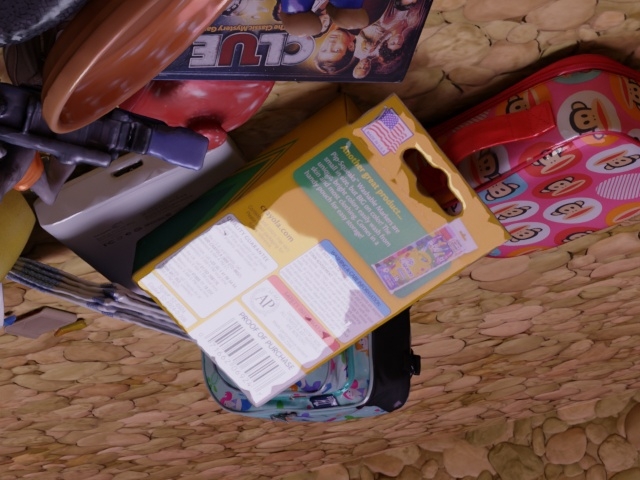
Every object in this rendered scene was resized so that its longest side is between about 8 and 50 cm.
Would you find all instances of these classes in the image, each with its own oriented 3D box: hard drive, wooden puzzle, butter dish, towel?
[{"bbox_3d":[-0.154,-0.021,1.618,0.203,0.040,0.307,-25,159,5],"label":"hard drive"},{"bbox_3d":[-0.360,0.105,1.950,0.078,0.014,0.116,-22,158,18],"label":"wooden puzzle"},{"bbox_3d":[-0.104,-0.132,1.275,0.160,0.118,0.160,-1,158,-28],"label":"butter dish"},{"bbox_3d":[-0.266,0.045,1.607,0.285,0.034,0.209,17,175,30],"label":"towel"}]

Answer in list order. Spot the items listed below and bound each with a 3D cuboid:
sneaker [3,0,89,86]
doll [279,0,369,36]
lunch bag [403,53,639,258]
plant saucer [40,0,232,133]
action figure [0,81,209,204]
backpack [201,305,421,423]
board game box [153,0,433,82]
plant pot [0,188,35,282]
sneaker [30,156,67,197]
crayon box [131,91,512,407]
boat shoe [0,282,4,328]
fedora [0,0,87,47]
[{"bbox_3d":[-0.216,-0.149,1.238,0.066,0.071,0.188,-2,158,-23],"label":"sneaker"},{"bbox_3d":[0.013,-0.238,1.071,0.129,0.046,0.189,-11,134,-17],"label":"doll"},{"bbox_3d":[0.222,-0.081,1.581,0.293,0.120,0.258,-26,154,38],"label":"lunch bag"},{"bbox_3d":[-0.119,-0.152,1.035,0.200,0.037,0.200,-42,178,-1],"label":"plant saucer"},{"bbox_3d":[-0.272,-0.051,1.221,0.341,0.178,0.330,14,179,-3],"label":"action figure"},{"bbox_3d":[-0.031,0.110,1.823,0.253,0.225,0.191,-10,165,37],"label":"backpack"},{"bbox_3d":[-0.028,-0.197,1.163,0.243,0.042,0.165,-2,136,-22],"label":"board game box"},{"bbox_3d":[-0.336,-0.018,1.481,0.095,0.134,0.134,-38,166,-16],"label":"plant pot"},{"bbox_3d":[-0.277,-0.058,1.515,0.035,0.031,0.083,-11,160,3],"label":"sneaker"},{"bbox_3d":[0.000,0.000,1.514,0.323,0.083,0.203,-34,114,16],"label":"crayon box"},{"bbox_3d":[-0.411,0.076,1.782,0.063,0.066,0.184,-3,169,-22],"label":"boat shoe"},{"bbox_3d":[-0.234,-0.212,0.937,0.334,0.152,0.334,-9,160,-4],"label":"fedora"}]
